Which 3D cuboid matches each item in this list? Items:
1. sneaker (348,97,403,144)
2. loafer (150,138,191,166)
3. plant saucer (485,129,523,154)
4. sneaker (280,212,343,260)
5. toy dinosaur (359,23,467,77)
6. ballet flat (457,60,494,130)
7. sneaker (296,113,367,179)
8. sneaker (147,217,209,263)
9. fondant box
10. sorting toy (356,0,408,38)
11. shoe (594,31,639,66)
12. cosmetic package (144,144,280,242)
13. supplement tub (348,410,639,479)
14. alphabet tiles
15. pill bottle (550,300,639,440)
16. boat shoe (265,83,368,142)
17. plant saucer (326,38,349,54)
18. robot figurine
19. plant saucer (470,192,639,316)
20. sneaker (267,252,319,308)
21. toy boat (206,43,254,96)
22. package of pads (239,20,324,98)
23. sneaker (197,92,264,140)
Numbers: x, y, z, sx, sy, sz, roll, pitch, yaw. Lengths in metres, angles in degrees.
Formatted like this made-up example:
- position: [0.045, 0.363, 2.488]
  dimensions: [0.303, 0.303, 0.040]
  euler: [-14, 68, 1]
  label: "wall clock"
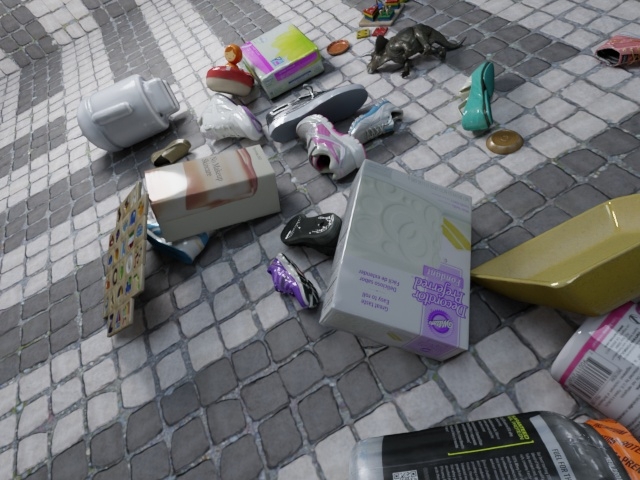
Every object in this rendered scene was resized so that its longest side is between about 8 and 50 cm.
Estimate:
- position: [0.153, -0.312, 1.105]
  dimensions: [0.083, 0.071, 0.190]
  euler: [35, 72, 30]
  label: "sneaker"
- position: [-0.483, -0.277, 1.321]
  dimensions: [0.148, 0.056, 0.050]
  euler: [-26, 51, 13]
  label: "loafer"
- position: [0.443, -0.241, 0.979]
  dimensions: [0.084, 0.015, 0.083]
  euler: [-10, 53, 13]
  label: "plant saucer"
- position: [0.000, 0.000, 0.927]
  dimensions: [0.228, 0.130, 0.087]
  euler: [-1, 55, 54]
  label: "sneaker"
- position: [0.283, -0.599, 1.237]
  dimensions: [0.314, 0.121, 0.160]
  euler: [-23, 64, 8]
  label: "toy dinosaur"
- position: [0.400, -0.375, 1.056]
  dimensions: [0.087, 0.083, 0.247]
  euler: [-7, 50, 33]
  label: "ballet flat"
- position: [0.005, -0.249, 1.088]
  dimensions: [0.111, 0.102, 0.252]
  euler: [-40, 51, -13]
  label: "sneaker"
- position: [-0.396, -0.017, 1.082]
  dimensions: [0.229, 0.087, 0.092]
  euler: [23, 59, 24]
  label: "sneaker"
- position: [0.153, 0.028, 0.766]
  dimensions: [0.239, 0.096, 0.329]
  euler: [18, 59, -6]
  label: "fondant box"
- position: [0.216, -0.829, 1.477]
  dimensions: [0.133, 0.046, 0.274]
  euler: [16, 62, 29]
  label: "sorting toy"
- position: [0.769, -0.451, 0.988]
  dimensions: [0.081, 0.063, 0.178]
  euler: [-34, 46, -5]
  label: "shoe"
- position: [-0.267, -0.123, 1.026]
  dimensions: [0.297, 0.129, 0.153]
  euler: [-18, 46, -15]
  label: "cosmetic package"
- position: [0.218, 0.337, 0.510]
  dimensions: [0.339, 0.207, 0.206]
  euler: [-14, 52, 11]
  label: "supplement tub"
- position: [-0.464, 0.044, 0.966]
  dimensions: [0.285, 0.011, 0.341]
  euler: [-28, 60, 44]
  label: "alphabet tiles"
- position: [0.482, 0.212, 0.535]
  dimensions: [0.160, 0.160, 0.283]
  euler: [-42, 53, -12]
  label: "pill bottle"
- position: [-0.017, -0.395, 1.198]
  dimensions: [0.307, 0.113, 0.104]
  euler: [-24, 65, 14]
  label: "boat shoe"
- position: [0.062, -0.685, 1.447]
  dimensions: [0.084, 0.013, 0.083]
  euler: [-9, 53, 13]
  label: "plant saucer"
- position: [-0.675, -0.436, 1.410]
  dimensions: [0.354, 0.199, 0.300]
  euler: [-24, 14, 2]
  label: "robot figurine"
- position: [0.443, 0.019, 0.643]
  dimensions: [0.333, 0.333, 0.080]
  euler: [-26, 88, 0]
  label: "plant saucer"
- position: [-0.064, 0.099, 0.894]
  dimensions: [0.071, 0.068, 0.170]
  euler: [-47, 43, 3]
  label: "sneaker"
- position: [-0.294, -0.571, 1.356]
  dimensions: [0.151, 0.151, 0.231]
  euler: [7, 27, -9]
  label: "toy boat"
- position: [-0.140, -0.645, 1.434]
  dimensions: [0.229, 0.101, 0.296]
  euler: [-30, 51, -3]
  label: "package of pads"
- position: [-0.287, -0.359, 1.289]
  dimensions: [0.152, 0.114, 0.305]
  euler: [-49, 47, -3]
  label: "sneaker"
